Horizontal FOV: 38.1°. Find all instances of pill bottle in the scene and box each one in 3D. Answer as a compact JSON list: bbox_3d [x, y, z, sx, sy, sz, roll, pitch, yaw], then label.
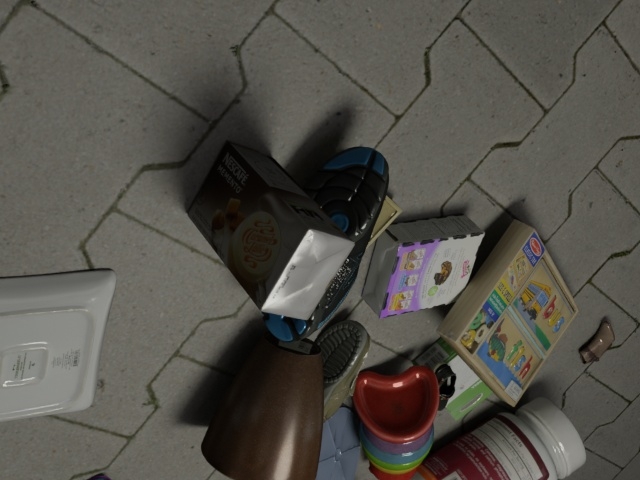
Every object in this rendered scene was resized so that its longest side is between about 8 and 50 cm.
[{"bbox_3d":[0.402,0.540,2.155,0.392,0.224,0.224,-28,135,-14],"label":"pill bottle"}]

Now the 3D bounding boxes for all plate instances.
[{"bbox_3d":[-0.448,0.176,1.384,0.278,0.045,0.277,-4,125,-34],"label":"plate"}]

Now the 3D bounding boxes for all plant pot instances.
[{"bbox_3d":[-0.078,0.286,1.642,0.215,0.215,0.231,7,105,-39],"label":"plant pot"}]

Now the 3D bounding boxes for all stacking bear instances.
[{"bbox_3d":[0.155,0.409,1.924,0.175,0.164,0.289,-6,141,-3],"label":"stacking bear"}]

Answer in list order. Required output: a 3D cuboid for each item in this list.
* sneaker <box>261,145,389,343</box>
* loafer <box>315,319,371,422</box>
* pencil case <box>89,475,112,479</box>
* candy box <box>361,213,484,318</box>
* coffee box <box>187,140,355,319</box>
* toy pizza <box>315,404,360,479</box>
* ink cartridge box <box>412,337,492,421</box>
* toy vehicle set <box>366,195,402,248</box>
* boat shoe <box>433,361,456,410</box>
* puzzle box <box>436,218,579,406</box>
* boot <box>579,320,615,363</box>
[{"bbox_3d":[0.016,0.001,1.496,0.341,0.125,0.139,-62,160,17],"label":"sneaker"},{"bbox_3d":[0.025,0.253,1.764,0.087,0.094,0.251,0,129,-50],"label":"loafer"},{"bbox_3d":[-0.380,0.491,1.669,0.070,0.064,0.152,-14,133,-5],"label":"pencil case"},{"bbox_3d":[0.190,0.046,1.718,0.196,0.070,0.165,-8,127,-30],"label":"candy box"},{"bbox_3d":[-0.077,-0.018,1.345,0.098,0.246,0.141,15,114,-43],"label":"coffee box"},{"bbox_3d":[0.022,0.431,1.876,0.201,0.032,0.201,-8,99,-59],"label":"toy pizza"},{"bbox_3d":[0.285,0.293,1.990,0.109,0.062,0.209,-38,137,-3],"label":"ink cartridge box"},{"bbox_3d":[0.000,0.000,1.570,0.267,0.035,0.166,-46,137,5],"label":"toy vehicle set"},{"bbox_3d":[0.250,0.308,1.902,0.048,0.042,0.133,-19,135,-22],"label":"boat shoe"},{"bbox_3d":[0.400,0.162,1.909,0.272,0.052,0.409,-55,142,-7],"label":"puzzle box"},{"bbox_3d":[0.668,0.254,2.251,0.087,0.042,0.118,-31,136,-8],"label":"boot"}]
